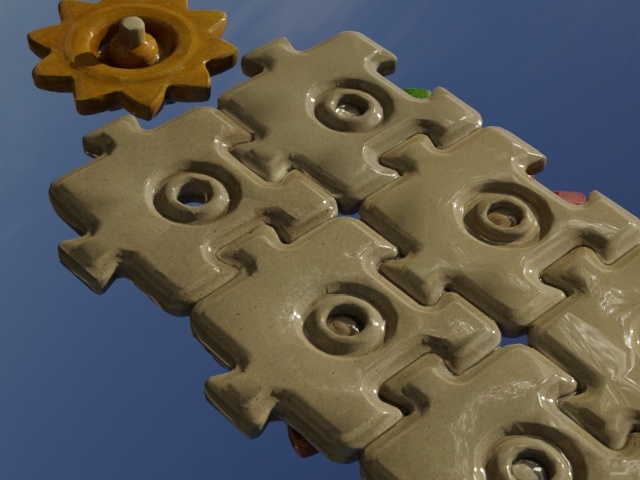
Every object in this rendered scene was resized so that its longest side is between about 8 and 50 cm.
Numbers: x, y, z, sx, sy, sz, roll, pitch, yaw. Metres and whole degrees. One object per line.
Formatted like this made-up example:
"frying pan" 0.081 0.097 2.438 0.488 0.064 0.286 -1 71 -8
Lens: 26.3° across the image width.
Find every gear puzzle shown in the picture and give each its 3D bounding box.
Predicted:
"gear puzzle" 0.000 0.000 0.506 0.175 0.339 0.044 -32 146 -32
